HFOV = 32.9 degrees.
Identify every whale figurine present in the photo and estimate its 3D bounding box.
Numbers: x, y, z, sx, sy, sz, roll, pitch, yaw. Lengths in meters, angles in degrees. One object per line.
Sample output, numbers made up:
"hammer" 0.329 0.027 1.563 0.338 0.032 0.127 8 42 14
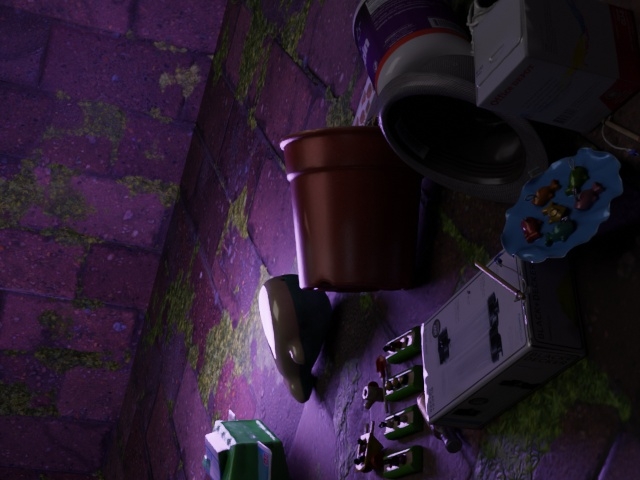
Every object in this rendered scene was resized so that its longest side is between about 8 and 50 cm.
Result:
"whale figurine" -0.040 0.200 2.273 0.216 0.141 0.272 -133 32 -67

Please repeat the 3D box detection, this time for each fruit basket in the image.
"fruit basket" -0.176 0.580 2.366 0.327 0.165 0.353 -158 75 -70

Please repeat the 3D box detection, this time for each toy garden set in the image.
"toy garden set" 0.111 0.289 1.881 0.204 0.049 0.244 140 137 -61

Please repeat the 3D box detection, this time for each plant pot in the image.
"plant pot" 0.063 -0.045 1.909 0.272 0.272 0.265 165 106 -68

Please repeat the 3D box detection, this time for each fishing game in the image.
"fishing game" 0.301 -0.051 1.383 0.264 0.041 0.189 -47 25 6

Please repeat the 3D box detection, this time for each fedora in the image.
"fedora" 0.225 -0.181 1.593 0.124 0.275 0.244 -59 -27 -29

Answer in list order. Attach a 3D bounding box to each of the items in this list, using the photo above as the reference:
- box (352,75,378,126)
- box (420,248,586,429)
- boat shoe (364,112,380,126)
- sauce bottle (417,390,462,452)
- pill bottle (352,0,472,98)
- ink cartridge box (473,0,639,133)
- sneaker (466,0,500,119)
"box" 0.133 -0.319 2.105 0.063 0.067 0.324 -120 43 -60
"box" 0.247 0.139 1.523 0.290 0.087 0.169 127 148 -52
"boat shoe" 0.137 -0.222 1.998 0.227 0.068 0.081 -9 74 61
"sauce bottle" 0.188 0.282 1.687 0.128 0.042 0.042 -121 45 -58
"pill bottle" 0.159 -0.336 1.868 0.323 0.181 0.181 -105 32 -51
"ink cartridge box" 0.305 -0.239 1.420 0.128 0.176 0.127 134 142 -57
"sneaker" 0.268 -0.309 1.653 0.110 0.118 0.292 -113 36 -54
